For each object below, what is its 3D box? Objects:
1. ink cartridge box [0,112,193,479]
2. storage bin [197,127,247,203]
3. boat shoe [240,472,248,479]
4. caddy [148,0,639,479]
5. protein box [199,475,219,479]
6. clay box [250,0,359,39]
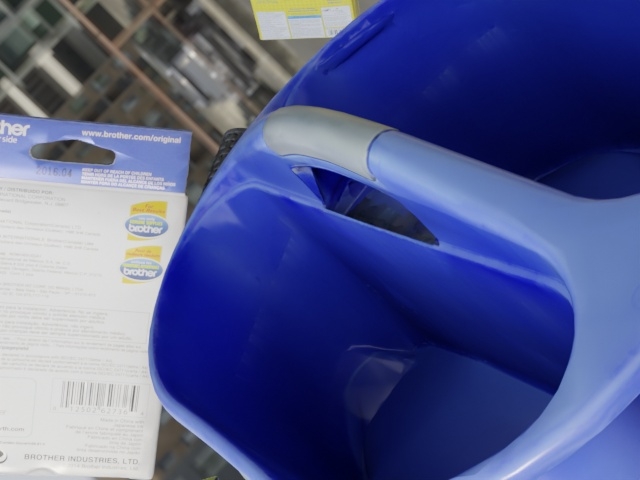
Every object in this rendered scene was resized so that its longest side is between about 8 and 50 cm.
[{"bbox_3d":[-0.210,0.044,1.085,0.185,0.311,0.065,4,-157,-13],"label":"ink cartridge box"},{"bbox_3d":[0.000,0.000,1.010,0.180,0.084,0.122,16,151,3],"label":"storage bin"},{"bbox_3d":[-0.051,0.147,1.217,0.079,0.084,0.233,10,-148,-47],"label":"boat shoe"},{"bbox_3d":[0.057,0.004,0.539,0.179,0.241,0.341,38,172,-27],"label":"caddy"},{"bbox_3d":[-0.150,0.406,1.482,0.201,0.136,0.200,102,149,-47],"label":"protein box"},{"bbox_3d":[-0.028,-0.335,1.625,0.127,0.053,0.222,-1,144,9],"label":"clay box"}]
